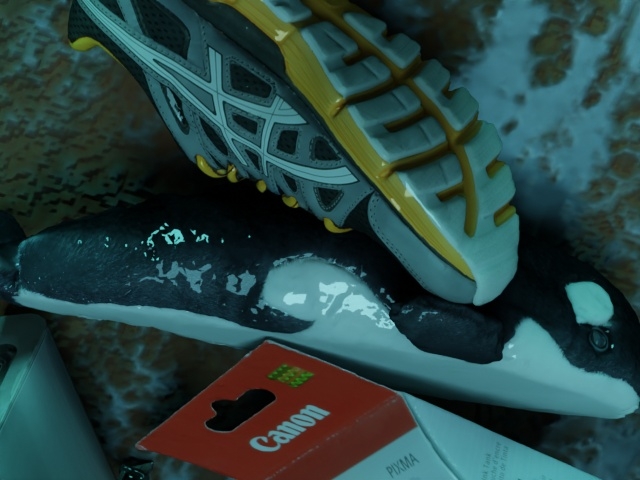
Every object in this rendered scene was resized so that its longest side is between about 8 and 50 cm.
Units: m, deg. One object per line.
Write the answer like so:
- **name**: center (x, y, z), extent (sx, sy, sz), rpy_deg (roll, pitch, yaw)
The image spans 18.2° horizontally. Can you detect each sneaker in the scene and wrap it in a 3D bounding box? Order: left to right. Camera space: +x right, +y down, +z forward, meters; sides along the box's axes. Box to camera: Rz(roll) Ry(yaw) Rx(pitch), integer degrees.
- **sneaker**: center (-0.011, -0.050, 0.765), extent (0.215, 0.084, 0.083), rpy_deg (46, 119, 13)

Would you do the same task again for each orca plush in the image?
- **orca plush**: center (0.000, 0.000, 0.838), extent (0.287, 0.102, 0.151), rpy_deg (7, 165, 7)

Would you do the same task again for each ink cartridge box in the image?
- **ink cartridge box**: center (0.022, 0.114, 0.863), extent (0.179, 0.045, 0.145), rpy_deg (22, 149, -19)

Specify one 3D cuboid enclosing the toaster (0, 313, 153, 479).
- **toaster**: center (-0.181, 0.121, 0.842), extent (0.168, 0.186, 0.110), rpy_deg (-9, 117, 14)
